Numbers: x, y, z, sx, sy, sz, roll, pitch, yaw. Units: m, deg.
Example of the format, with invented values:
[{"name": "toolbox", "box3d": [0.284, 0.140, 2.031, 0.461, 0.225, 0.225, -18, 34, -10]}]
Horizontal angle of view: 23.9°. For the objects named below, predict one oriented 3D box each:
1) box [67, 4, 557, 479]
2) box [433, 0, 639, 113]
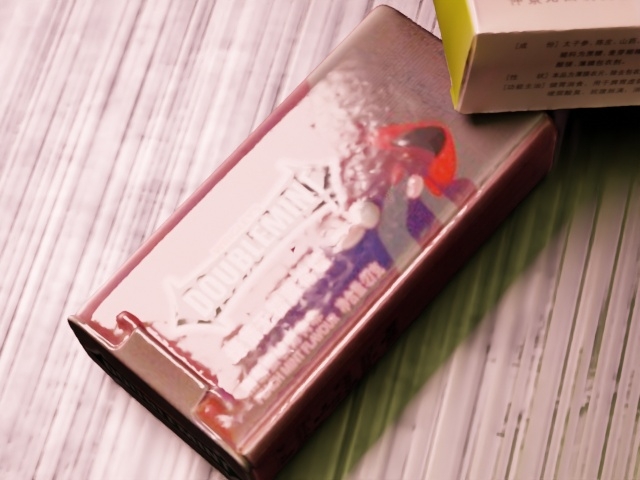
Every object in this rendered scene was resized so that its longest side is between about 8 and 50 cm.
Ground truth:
[{"name": "box", "box3d": [0.000, 0.000, 0.718, 0.120, 0.069, 0.224, 36, 73, 20]}, {"name": "box", "box3d": [0.180, -0.152, 0.737, 0.261, 0.062, 0.175, -4, 57, -7]}]
